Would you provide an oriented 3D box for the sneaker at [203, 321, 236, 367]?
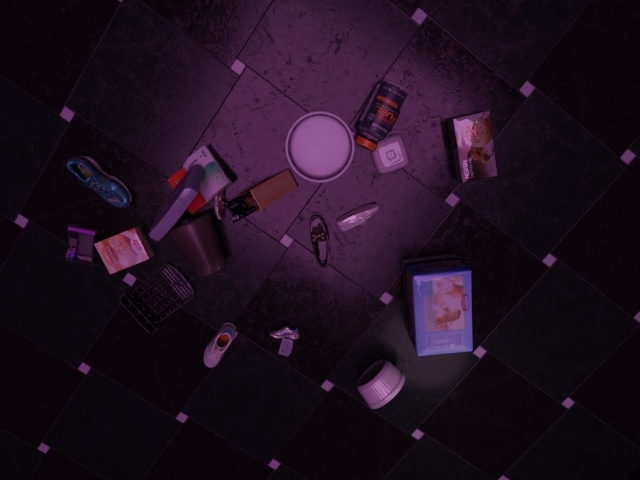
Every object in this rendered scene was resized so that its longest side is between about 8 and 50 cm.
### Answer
[{"bbox_3d":[-0.452,0.468,1.910,0.087,0.092,0.229,28,104,-8],"label":"sneaker"}]

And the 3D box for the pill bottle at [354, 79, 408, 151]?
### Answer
[{"bbox_3d":[0.220,-0.463,1.642,0.130,0.130,0.246,25,100,-6],"label":"pill bottle"}]

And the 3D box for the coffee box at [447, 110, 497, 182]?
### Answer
[{"bbox_3d":[0.585,-0.361,1.684,0.141,0.098,0.247,-11,104,4],"label":"coffee box"}]

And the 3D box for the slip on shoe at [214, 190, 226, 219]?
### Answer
[{"bbox_3d":[-0.406,-0.152,1.776,0.041,0.051,0.136,-5,96,4],"label":"slip on shoe"}]

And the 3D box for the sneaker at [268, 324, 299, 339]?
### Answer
[{"bbox_3d":[-0.159,0.397,1.916,0.135,0.052,0.058,4,94,-8],"label":"sneaker"}]

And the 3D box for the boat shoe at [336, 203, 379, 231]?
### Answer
[{"bbox_3d":[0.158,-0.090,1.779,0.184,0.066,0.063,-27,116,5],"label":"boat shoe"}]

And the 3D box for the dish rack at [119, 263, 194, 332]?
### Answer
[{"bbox_3d":[-0.688,0.240,1.865,0.271,0.074,0.208,-37,102,9],"label":"dish rack"}]

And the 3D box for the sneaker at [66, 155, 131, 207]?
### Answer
[{"bbox_3d":[-0.883,-0.224,1.732,0.275,0.110,0.107,39,101,-9],"label":"sneaker"}]

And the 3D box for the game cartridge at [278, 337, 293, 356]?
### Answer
[{"bbox_3d":[-0.153,0.475,1.948,0.055,0.017,0.084,17,104,0],"label":"game cartridge"}]

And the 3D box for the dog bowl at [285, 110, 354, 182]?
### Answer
[{"bbox_3d":[-0.001,-0.362,1.689,0.264,0.104,0.265,0,104,1],"label":"dog bowl"}]

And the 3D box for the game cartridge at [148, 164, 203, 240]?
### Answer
[{"bbox_3d":[-0.556,-0.139,1.669,0.062,0.198,0.297,35,119,-23],"label":"game cartridge"}]

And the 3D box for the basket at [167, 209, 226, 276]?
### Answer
[{"bbox_3d":[-0.491,0.020,1.772,0.204,0.154,0.227,-21,107,7],"label":"basket"}]

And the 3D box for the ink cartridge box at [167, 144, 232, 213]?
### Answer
[{"bbox_3d":[-0.488,-0.239,1.732,0.224,0.056,0.181,-35,87,8],"label":"ink cartridge box"}]

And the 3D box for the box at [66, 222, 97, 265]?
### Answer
[{"bbox_3d":[-1.005,0.017,1.836,0.115,0.029,0.162,12,103,-1],"label":"box"}]

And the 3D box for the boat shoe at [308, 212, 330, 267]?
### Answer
[{"bbox_3d":[0.000,0.000,1.798,0.081,0.069,0.228,-11,104,3],"label":"boat shoe"}]

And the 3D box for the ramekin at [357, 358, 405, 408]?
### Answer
[{"bbox_3d":[0.255,0.610,1.886,0.207,0.207,0.109,-41,91,10],"label":"ramekin"}]

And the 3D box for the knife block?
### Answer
[{"bbox_3d":[-0.232,-0.166,1.670,0.275,0.242,0.088,-26,103,7],"label":"knife block"}]

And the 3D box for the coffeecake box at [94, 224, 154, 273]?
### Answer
[{"bbox_3d":[-0.815,0.038,1.818,0.185,0.068,0.143,-21,102,5],"label":"coffeecake box"}]

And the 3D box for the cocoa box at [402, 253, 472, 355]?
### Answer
[{"bbox_3d":[0.474,0.258,1.775,0.231,0.228,0.348,-6,104,2],"label":"cocoa box"}]

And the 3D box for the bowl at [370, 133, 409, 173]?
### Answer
[{"bbox_3d":[0.274,-0.338,1.719,0.141,0.053,0.142,-19,105,6],"label":"bowl"}]
